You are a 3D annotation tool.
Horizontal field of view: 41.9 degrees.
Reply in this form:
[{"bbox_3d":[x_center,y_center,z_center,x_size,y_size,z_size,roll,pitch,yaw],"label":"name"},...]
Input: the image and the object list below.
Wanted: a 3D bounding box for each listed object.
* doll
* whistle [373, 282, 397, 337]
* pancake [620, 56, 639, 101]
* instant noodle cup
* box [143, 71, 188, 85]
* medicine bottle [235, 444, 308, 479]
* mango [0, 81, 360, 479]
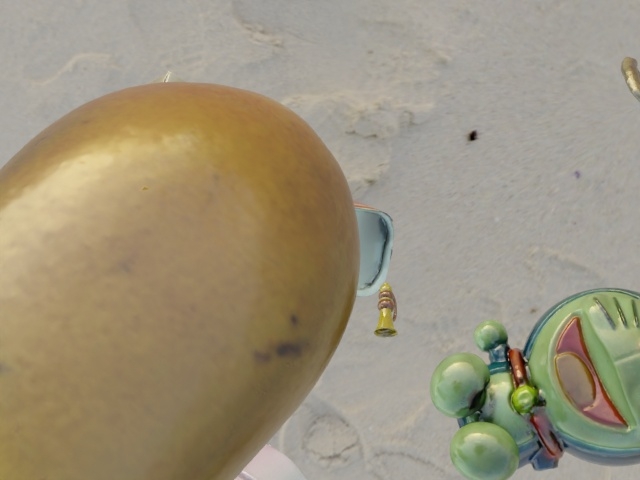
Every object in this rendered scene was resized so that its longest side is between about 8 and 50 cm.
[{"bbox_3d":[0.291,0.164,0.953,0.321,0.186,0.199,-15,69,7],"label":"doll"},{"bbox_3d":[0.136,0.136,1.628,0.057,0.109,0.046,24,143,-22],"label":"whistle"},{"bbox_3d":[0.632,-0.249,1.533,0.029,0.235,0.212,-40,70,36],"label":"pancake"},{"bbox_3d":[0.000,0.000,1.916,0.308,0.293,0.294,20,110,58],"label":"instant noodle cup"},{"bbox_3d":[-0.315,-0.255,1.759,0.212,0.168,0.095,-10,57,51],"label":"box"},{"bbox_3d":[-0.179,0.557,1.556,0.256,0.325,0.256,23,130,30],"label":"medicine bottle"},{"bbox_3d":[-0.103,0.046,0.453,0.211,0.317,0.173,30,149,-2],"label":"mango"}]
